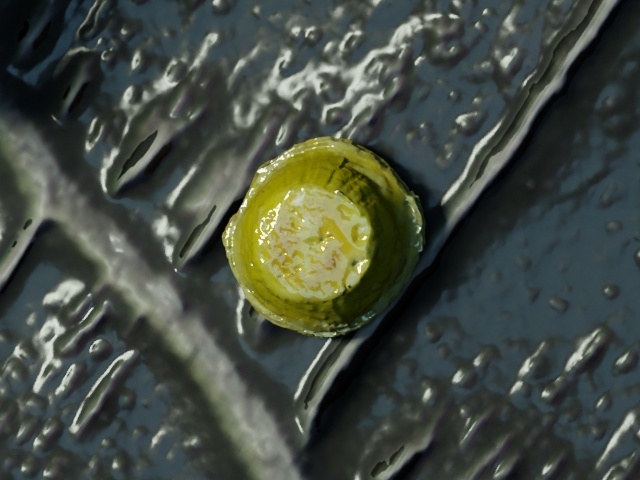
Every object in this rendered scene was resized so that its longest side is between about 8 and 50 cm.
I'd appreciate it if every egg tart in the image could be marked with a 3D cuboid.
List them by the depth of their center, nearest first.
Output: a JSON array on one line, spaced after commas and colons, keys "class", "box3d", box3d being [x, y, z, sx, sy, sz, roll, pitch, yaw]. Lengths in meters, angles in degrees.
[{"class": "egg tart", "box3d": [0.000, 0.000, 0.857, 0.105, 0.039, 0.105, 1, 94, 11]}]
